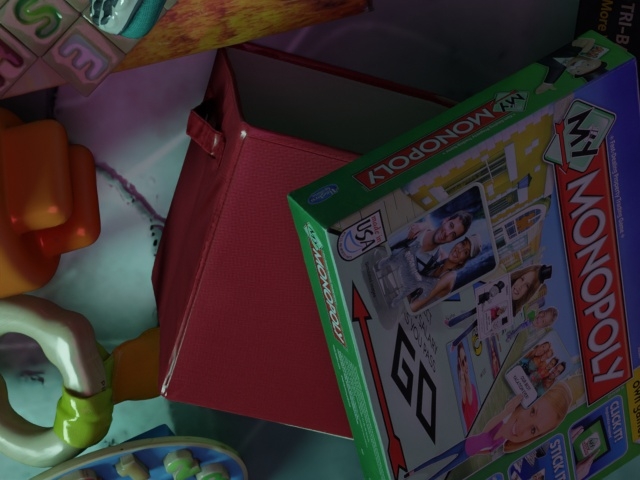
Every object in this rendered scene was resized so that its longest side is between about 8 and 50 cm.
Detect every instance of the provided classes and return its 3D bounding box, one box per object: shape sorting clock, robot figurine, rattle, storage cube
[{"bbox_3d":[-0.150,0.202,1.175,0.206,0.040,0.206,-15,144,-11],"label":"shape sorting clock"},{"bbox_3d":[-0.257,-0.015,1.061,0.219,0.158,0.128,-14,106,13],"label":"robot figurine"},{"bbox_3d":[-0.215,0.083,1.176,0.199,0.143,0.130,-7,120,34],"label":"rattle"},{"bbox_3d":[0.000,0.000,1.077,0.215,0.184,0.193,13,111,-14],"label":"storage cube"}]

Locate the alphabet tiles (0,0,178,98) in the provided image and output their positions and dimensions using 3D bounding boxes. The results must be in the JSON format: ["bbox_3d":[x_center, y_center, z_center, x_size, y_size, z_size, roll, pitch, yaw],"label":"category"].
[{"bbox_3d":[-0.166,-0.208,1.000,0.198,0.009,0.237,41,102,-20],"label":"alphabet tiles"}]

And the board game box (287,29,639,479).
[{"bbox_3d":[0.110,0.054,0.993,0.213,0.046,0.317,-29,131,-16],"label":"board game box"}]

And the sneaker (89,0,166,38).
[{"bbox_3d":[-0.035,-0.224,0.952,0.110,0.107,0.275,35,97,-28],"label":"sneaker"}]

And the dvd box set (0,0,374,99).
[{"bbox_3d":[-0.200,-0.245,1.019,0.420,0.062,0.308,-13,113,-1],"label":"dvd box set"}]

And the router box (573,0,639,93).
[{"bbox_3d":[0.281,-0.018,1.111,0.243,0.081,0.309,11,113,14],"label":"router box"}]
